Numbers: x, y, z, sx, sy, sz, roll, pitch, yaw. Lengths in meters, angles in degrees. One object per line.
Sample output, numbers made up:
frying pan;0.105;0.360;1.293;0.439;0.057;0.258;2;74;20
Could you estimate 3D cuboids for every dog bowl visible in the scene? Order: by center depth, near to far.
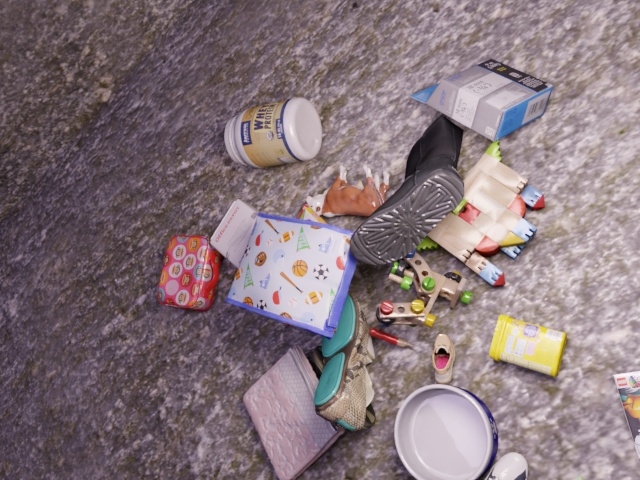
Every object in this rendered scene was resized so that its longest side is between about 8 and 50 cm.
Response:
dog bowl;0.342;0.529;1.447;0.264;0.104;0.265;-10;71;29

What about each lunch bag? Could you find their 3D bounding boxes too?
lunch bag;-0.057;0.110;1.651;0.385;0.238;0.328;8;77;44
lunch bag;-0.498;0.126;2.082;0.257;0.120;0.294;2;76;32

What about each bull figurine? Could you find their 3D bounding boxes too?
bull figurine;0.094;-0.158;1.812;0.310;0.101;0.189;8;84;34

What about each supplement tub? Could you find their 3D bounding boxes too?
supplement tub;-0.177;-0.393;1.979;0.315;0.228;0.229;-4;73;31

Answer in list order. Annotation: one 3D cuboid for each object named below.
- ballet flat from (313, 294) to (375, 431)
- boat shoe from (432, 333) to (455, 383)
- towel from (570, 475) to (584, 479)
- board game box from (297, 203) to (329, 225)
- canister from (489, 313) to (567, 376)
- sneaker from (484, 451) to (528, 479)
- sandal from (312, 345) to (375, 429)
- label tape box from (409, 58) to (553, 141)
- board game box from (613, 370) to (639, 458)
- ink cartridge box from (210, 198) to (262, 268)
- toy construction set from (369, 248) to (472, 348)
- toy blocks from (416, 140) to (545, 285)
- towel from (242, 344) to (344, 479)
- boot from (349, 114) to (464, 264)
ballet flat;0.087;0.364;1.580;0.164;0.182;0.483;-38;20;25
boat shoe;0.345;0.319;1.491;0.062;0.059;0.170;-7;34;16
towel;0.600;0.660;1.300;0.152;0.023;0.113;-32;63;17
board game box;0.000;0.000;1.815;0.259;0.039;0.124;46;127;27
canister;0.552;0.280;1.413;0.169;0.073;0.126;13;83;33
sneaker;0.428;0.639;1.329;0.235;0.153;0.094;-51;58;9
sandal;0.056;0.457;1.645;0.086;0.120;0.303;-50;56;28
label tape box;0.473;-0.448;1.592;0.240;0.106;0.333;-29;52;-28
board game box;0.858;0.378;1.204;0.305;0.053;0.193;-18;67;26
ink cartridge box;-0.246;0.006;1.964;0.283;0.117;0.207;36;95;34
toy construction set;0.294;0.193;1.535;0.237;0.257;0.309;21;124;9
toy blocks;0.490;-0.053;1.511;0.260;0.190;0.382;39;95;22
towel;-0.101;0.560;1.709;0.317;0.053;0.332;-50;53;24
boot;0.260;-0.157;1.555;0.367;0.146;0.445;-36;20;28
